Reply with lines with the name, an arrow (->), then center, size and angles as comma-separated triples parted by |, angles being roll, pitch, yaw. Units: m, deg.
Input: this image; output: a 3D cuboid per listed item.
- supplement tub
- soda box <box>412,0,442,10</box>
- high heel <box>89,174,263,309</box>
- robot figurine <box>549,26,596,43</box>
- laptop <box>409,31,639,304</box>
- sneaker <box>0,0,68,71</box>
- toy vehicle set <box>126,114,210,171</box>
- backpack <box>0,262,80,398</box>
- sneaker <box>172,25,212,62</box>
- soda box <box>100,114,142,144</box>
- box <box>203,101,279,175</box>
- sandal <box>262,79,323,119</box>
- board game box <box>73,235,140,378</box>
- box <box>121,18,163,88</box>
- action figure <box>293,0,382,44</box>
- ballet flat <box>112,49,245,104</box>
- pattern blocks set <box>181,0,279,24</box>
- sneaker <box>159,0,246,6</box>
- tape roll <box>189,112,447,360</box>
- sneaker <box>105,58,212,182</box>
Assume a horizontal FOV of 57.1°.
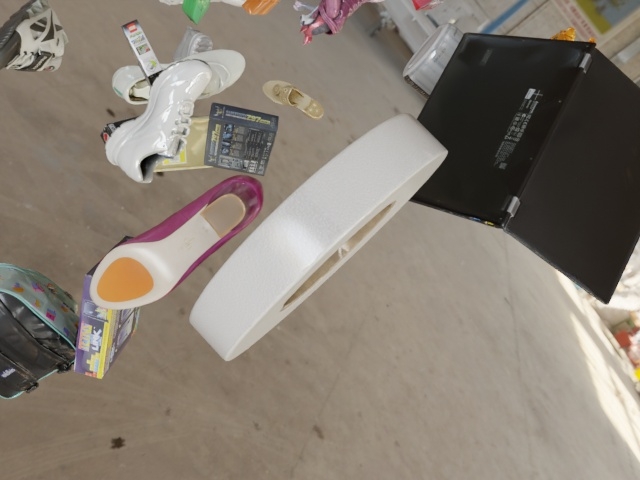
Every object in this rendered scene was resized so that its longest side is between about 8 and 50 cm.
supplement tub -> 0.398, -0.422, 1.609 | 0.316, 0.193, 0.193 | 36, 25, -12
soda box -> 0.251, -0.740, 1.527 | 0.092, 0.083, 0.263 | -29, 98, -49
high heel -> -0.176, 0.000, 0.733 | 0.082, 0.244, 0.117 | 50, 15, -8
robot figurine -> 0.741, -0.447, 1.659 | 0.211, 0.085, 0.291 | 6, 67, -33
laptop -> 0.400, -0.152, 1.114 | 0.408, 0.382, 0.236 | 22, -14, 37
sneaker -> -0.669, -0.446, 1.363 | 0.146, 0.122, 0.331 | 57, 23, -35
toy vehicle set -> -0.467, -0.305, 1.857 | 0.266, 0.166, 0.035 | -8, 27, -24
backpack -> -0.477, 0.124, 0.902 | 0.188, 0.165, 0.144 | 55, 11, -39
sneaker -> -0.463, -0.604, 2.042 | 0.105, 0.281, 0.115 | -6, 47, -50
soda box -> -0.445, -0.268, 1.439 | 0.169, 0.060, 0.053 | -27, 87, -41
box -> -0.226, -0.277, 1.643 | 0.183, 0.233, 0.059 | 9, 62, -10
sandal -> -0.094, -0.511, 2.072 | 0.240, 0.088, 0.079 | 29, -10, 1
board game box -> -0.314, 0.098, 0.892 | 0.048, 0.170, 0.141 | 17, 23, -1
box -> -0.385, -0.399, 1.299 | 0.114, 0.036, 0.207 | 64, -9, -9
action figure -> 0.078, -0.701, 1.713 | 0.275, 0.370, 0.248 | 39, -1, -6
ballet flat -> -0.396, -0.461, 1.719 | 0.400, 0.139, 0.139 | -15, 61, -20
pattern blocks set -> -0.022, -0.354, 0.645 | 0.026, 0.325, 0.285 | 45, -20, 2
sneaker -> -0.321, -0.649, 1.466 | 0.305, 0.152, 0.114 | 15, 54, -24
tape roll -> 0.000, 0.000, 0.765 | 0.072, 0.392, 0.392 | 47, 21, 6
sneaker -> -0.317, -0.245, 1.235 | 0.129, 0.297, 0.111 | 45, 13, 22
